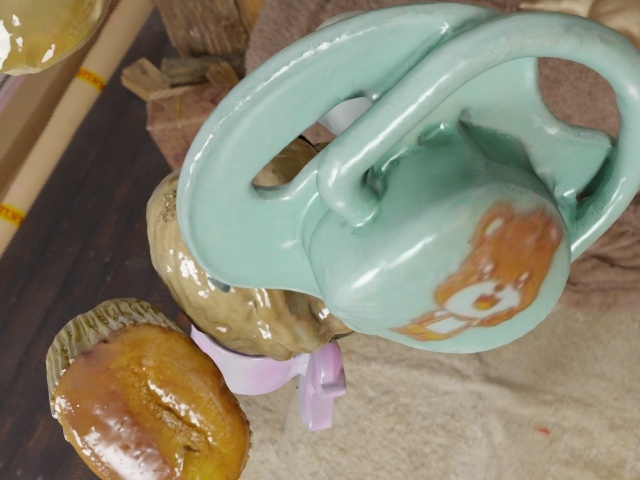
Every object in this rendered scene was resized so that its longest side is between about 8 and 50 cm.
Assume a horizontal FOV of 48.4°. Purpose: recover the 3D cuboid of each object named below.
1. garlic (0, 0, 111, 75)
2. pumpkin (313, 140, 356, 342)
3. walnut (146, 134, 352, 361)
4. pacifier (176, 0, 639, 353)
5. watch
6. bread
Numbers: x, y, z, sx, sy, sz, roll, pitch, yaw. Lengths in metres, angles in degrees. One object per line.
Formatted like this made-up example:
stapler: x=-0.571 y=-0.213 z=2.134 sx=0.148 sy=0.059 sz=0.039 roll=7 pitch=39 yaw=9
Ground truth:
garlic: x=-0.273 y=-0.310 z=0.591 sx=0.151 sy=0.338 sz=0.196 roll=8 pitch=41 yaw=19
pumpkin: x=0.000 y=0.000 z=0.948 sx=0.320 sy=0.192 sz=0.320 roll=-13 pitch=39 yaw=11
walnut: x=-0.049 y=0.006 z=0.650 sx=0.198 sy=0.245 sz=0.198 roll=-16 pitch=45 yaw=16
pacifier: x=0.063 y=-0.069 z=0.496 sx=0.288 sy=0.343 sz=0.269 roll=-35 pitch=54 yaw=23
watch: x=-0.087 y=0.154 z=1.076 sx=0.217 sy=0.211 sz=0.248 roll=2 pitch=49 yaw=-9
bread: x=-0.144 y=0.147 z=0.613 sx=0.132 sy=0.190 sz=0.114 roll=-40 pitch=22 yaw=-14
